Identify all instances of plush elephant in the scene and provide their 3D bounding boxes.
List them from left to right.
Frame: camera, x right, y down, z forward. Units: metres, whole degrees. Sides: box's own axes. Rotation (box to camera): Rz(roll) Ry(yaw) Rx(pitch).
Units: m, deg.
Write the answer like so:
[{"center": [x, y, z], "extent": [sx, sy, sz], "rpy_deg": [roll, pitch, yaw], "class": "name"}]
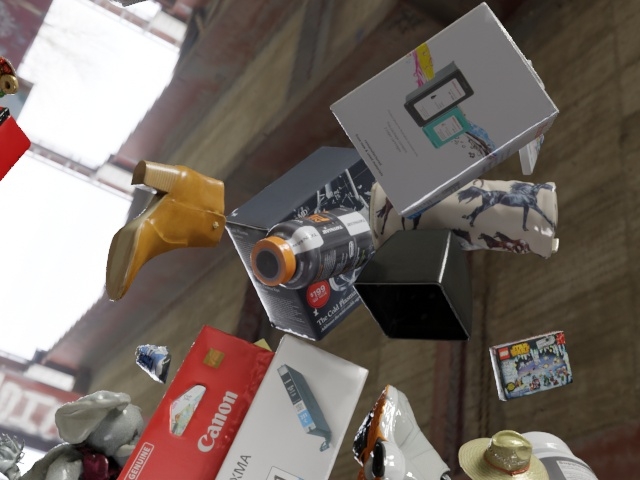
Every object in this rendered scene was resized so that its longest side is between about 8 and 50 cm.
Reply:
[{"center": [-0.376, 0.387, 1.477], "extent": [0.255, 0.330, 0.272], "rpy_deg": [-43, 171, -7], "class": "plush elephant"}]

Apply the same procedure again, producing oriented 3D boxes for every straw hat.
[{"center": [0.293, 0.330, 1.347], "extent": [0.144, 0.145, 0.061], "rpy_deg": [-111, -151, -60], "class": "straw hat"}]

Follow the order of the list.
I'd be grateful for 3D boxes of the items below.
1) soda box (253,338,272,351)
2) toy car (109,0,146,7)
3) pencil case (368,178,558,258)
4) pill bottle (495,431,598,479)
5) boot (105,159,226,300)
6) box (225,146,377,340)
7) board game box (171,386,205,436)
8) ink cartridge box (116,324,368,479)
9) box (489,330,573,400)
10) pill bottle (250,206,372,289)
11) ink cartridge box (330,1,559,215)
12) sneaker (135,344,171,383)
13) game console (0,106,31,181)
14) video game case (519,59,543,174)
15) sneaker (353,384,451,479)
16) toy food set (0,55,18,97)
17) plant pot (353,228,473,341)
[{"center": [-0.094, 0.266, 1.544], "extent": [0.061, 0.181, 0.058], "rpy_deg": [-25, -144, -12], "class": "soda box"}, {"center": [-0.250, -0.363, 1.035], "extent": [0.182, 0.136, 0.159], "rpy_deg": [1, -68, 49], "class": "toy car"}, {"center": [0.309, -0.045, 1.850], "extent": [0.183, 0.411, 0.159], "rpy_deg": [83, 11, -54], "class": "pencil case"}, {"center": [0.438, 0.518, 1.584], "extent": [0.204, 0.204, 0.361], "rpy_deg": [-59, -167, 14], "class": "pill bottle"}, {"center": [-0.298, -0.004, 1.734], "extent": [0.104, 0.211, 0.295], "rpy_deg": [9, -98, 51], "class": "boot"}, {"center": [0.000, 0.000, 2.022], "extent": [0.343, 0.312, 0.179], "rpy_deg": [-40, -150, -29], "class": "box"}, {"center": [-0.207, 0.280, 1.441], "extent": [0.154, 0.103, 0.026], "rpy_deg": [-61, 169, -51], "class": "board game box"}, {"center": [-0.101, 0.258, 1.210], "extent": [0.066, 0.261, 0.296], "rpy_deg": [108, 6, -49], "class": "ink cartridge box"}, {"center": [0.368, 0.217, 1.510], "extent": [0.027, 0.137, 0.093], "rpy_deg": [166, -88, -72], "class": "box"}, {"center": [-0.020, 0.018, 1.644], "extent": [0.130, 0.246, 0.130], "rpy_deg": [11, -72, 37], "class": "pill bottle"}, {"center": [0.191, -0.186, 1.326], "extent": [0.270, 0.197, 0.198], "rpy_deg": [-33, 174, 8], "class": "ink cartridge box"}, {"center": [-0.433, 0.317, 2.238], "extent": [0.211, 0.081, 0.080], "rpy_deg": [-173, -83, -73], "class": "sneaker"}, {"center": [-0.665, -0.196, 1.712], "extent": [0.144, 0.124, 0.085], "rpy_deg": [-70, 170, -47], "class": "game console"}, {"center": [0.461, -0.276, 1.936], "extent": [0.023, 0.201, 0.183], "rpy_deg": [-3, -150, 26], "class": "video game case"}, {"center": [0.115, 0.295, 1.170], "extent": [0.099, 0.121, 0.262], "rpy_deg": [-61, -174, 20], "class": "sneaker"}, {"center": [-0.628, -0.319, 1.685], "extent": [0.083, 0.083, 0.020], "rpy_deg": [-7, -157, 22], "class": "toy food set"}, {"center": [0.205, 0.080, 1.729], "extent": [0.188, 0.188, 0.167], "rpy_deg": [-2, -132, 33], "class": "plant pot"}]
